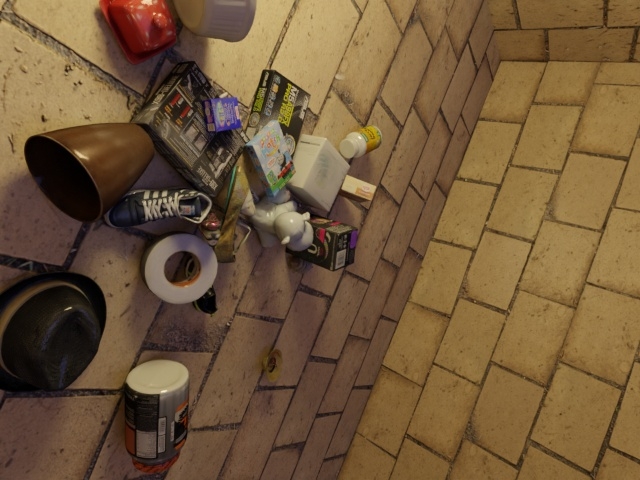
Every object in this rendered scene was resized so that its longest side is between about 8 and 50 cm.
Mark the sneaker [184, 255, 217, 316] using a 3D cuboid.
[{"bbox_3d":[-0.391,0.155,1.389,0.084,0.097,0.234,-33,130,-42],"label":"sneaker"}]

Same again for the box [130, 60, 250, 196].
[{"bbox_3d":[-0.361,-0.316,1.195,0.307,0.076,0.242,54,53,-50],"label":"box"}]

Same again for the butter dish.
[{"bbox_3d":[-0.422,-0.539,1.003,0.160,0.118,0.160,-47,138,-30],"label":"butter dish"}]

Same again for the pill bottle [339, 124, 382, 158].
[{"bbox_3d":[0.182,-0.447,1.860,0.208,0.117,0.117,-33,130,-40],"label":"pill bottle"}]

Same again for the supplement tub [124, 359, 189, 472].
[{"bbox_3d":[-0.528,0.568,1.317,0.193,0.193,0.316,-13,117,-50],"label":"supplement tub"}]

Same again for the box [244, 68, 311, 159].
[{"bbox_3d":[-0.153,-0.438,1.463,0.216,0.060,0.270,13,96,-54],"label":"box"}]

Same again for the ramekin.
[{"bbox_3d":[-0.282,-0.647,1.028,0.127,0.273,0.273,-23,124,-32],"label":"ramekin"}]

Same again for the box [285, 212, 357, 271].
[{"bbox_3d":[0.000,0.000,1.691,0.143,0.270,0.165,-17,119,-49],"label":"box"}]

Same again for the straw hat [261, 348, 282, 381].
[{"bbox_3d":[-0.230,0.556,1.828,0.144,0.061,0.144,-4,94,-62],"label":"straw hat"}]

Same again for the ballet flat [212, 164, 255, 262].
[{"bbox_3d":[-0.281,-0.077,1.367,0.123,0.123,0.348,-3,120,-53],"label":"ballet flat"}]

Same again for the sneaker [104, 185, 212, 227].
[{"bbox_3d":[-0.444,-0.090,1.153,0.282,0.153,0.099,-25,125,-46],"label":"sneaker"}]

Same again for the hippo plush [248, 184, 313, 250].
[{"bbox_3d":[-0.128,-0.087,1.508,0.234,0.236,0.294,-57,143,-18],"label":"hippo plush"}]

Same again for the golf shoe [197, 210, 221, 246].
[{"bbox_3d":[-0.359,-0.043,1.281,0.067,0.186,0.086,-1,111,-23],"label":"golf shoe"}]

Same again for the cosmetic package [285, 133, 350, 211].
[{"bbox_3d":[-0.020,-0.270,1.656,0.224,0.138,0.224,35,78,-54],"label":"cosmetic package"}]

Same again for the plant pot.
[{"bbox_3d":[-0.523,-0.192,0.983,0.230,0.215,0.215,-54,144,-47],"label":"plant pot"}]

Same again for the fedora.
[{"bbox_3d":[-0.664,0.250,1.020,0.334,0.152,0.334,-27,126,-44],"label":"fedora"}]

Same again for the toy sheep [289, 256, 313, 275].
[{"bbox_3d":[-0.082,0.107,1.796,0.132,0.091,0.091,16,93,-50],"label":"toy sheep"}]

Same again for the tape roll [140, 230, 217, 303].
[{"bbox_3d":[-0.435,0.082,1.258,0.219,0.072,0.219,-5,100,-34],"label":"tape roll"}]

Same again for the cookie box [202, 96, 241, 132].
[{"bbox_3d":[-0.286,-0.368,1.188,0.107,0.040,0.092,-31,122,-52],"label":"cookie box"}]

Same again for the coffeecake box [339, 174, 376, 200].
[{"bbox_3d":[0.149,-0.227,1.821,0.185,0.142,0.068,-171,-79,-80],"label":"coffeecake box"}]

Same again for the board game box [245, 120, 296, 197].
[{"bbox_3d":[-0.167,-0.281,1.409,0.160,0.039,0.211,-56,141,-36],"label":"board game box"}]
